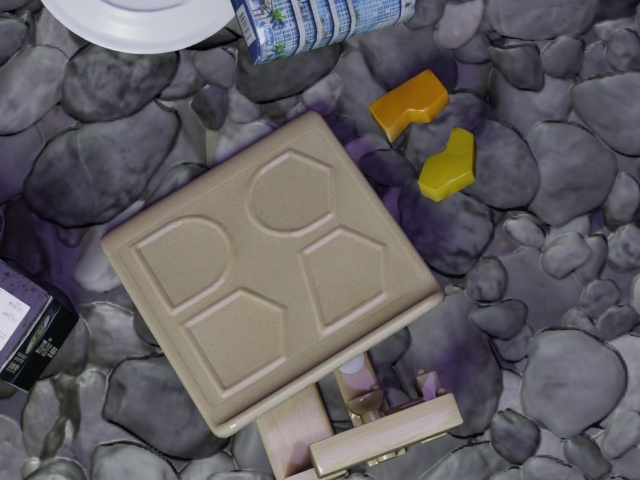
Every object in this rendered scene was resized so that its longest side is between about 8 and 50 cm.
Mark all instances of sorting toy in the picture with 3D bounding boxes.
[{"bbox_3d":[0.000,0.000,1.515,0.307,0.041,0.229,-32,58,-5],"label":"sorting toy"}]

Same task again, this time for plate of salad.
[{"bbox_3d":[-0.150,-0.247,1.582,0.200,0.048,0.200,2,75,-8],"label":"plate of salad"}]

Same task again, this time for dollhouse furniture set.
[{"bbox_3d":[0.017,0.115,1.471,0.144,0.151,0.123,-20,81,-5],"label":"dollhouse furniture set"}]

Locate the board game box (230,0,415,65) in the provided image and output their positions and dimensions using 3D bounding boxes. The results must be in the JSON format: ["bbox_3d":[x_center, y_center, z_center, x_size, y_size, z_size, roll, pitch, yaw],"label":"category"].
[{"bbox_3d":[0.006,-0.266,1.562,0.194,0.060,0.194,-19,86,-17],"label":"board game box"}]

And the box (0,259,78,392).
[{"bbox_3d":[-0.293,0.035,1.486,0.180,0.147,0.077,33,82,6],"label":"box"}]
